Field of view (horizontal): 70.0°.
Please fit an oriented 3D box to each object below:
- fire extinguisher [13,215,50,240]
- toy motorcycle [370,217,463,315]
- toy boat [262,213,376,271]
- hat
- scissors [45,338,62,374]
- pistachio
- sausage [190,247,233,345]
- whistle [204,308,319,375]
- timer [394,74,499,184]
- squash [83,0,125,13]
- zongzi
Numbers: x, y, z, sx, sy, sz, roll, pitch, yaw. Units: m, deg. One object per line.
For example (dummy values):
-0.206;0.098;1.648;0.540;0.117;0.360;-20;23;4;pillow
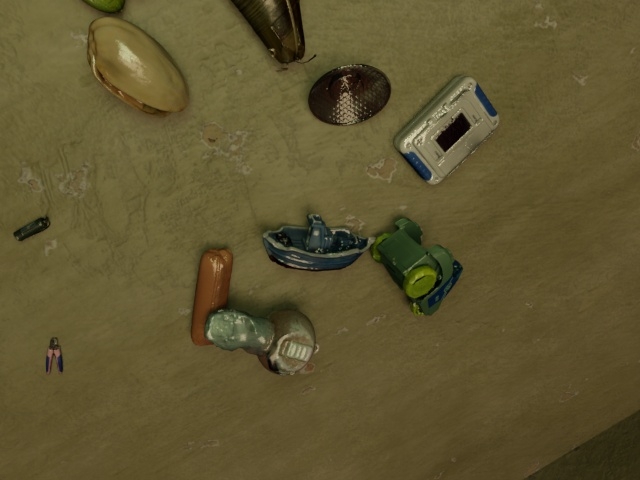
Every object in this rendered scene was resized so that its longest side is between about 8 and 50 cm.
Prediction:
-0.641;-0.028;1.028;0.083;0.025;0.038;-31;158;-1;fire extinguisher
0.302;0.089;1.312;0.200;0.191;0.326;-40;135;0;toy motorcycle
0.000;0.000;1.183;0.310;0.129;0.142;2;129;-20;toy boat
0.062;-0.360;1.063;0.193;0.082;0.193;-7;154;-4;hat
-0.687;0.300;1.179;0.039;0.012;0.113;5;113;-20;scissors
-0.360;-0.339;0.905;0.144;0.144;0.215;-43;130;6;pistachio
-0.285;0.152;1.193;0.086;0.086;0.288;5;115;-20;sausage
-0.154;0.257;1.236;0.348;0.189;0.189;21;107;-29;whistle
0.332;-0.280;1.184;0.253;0.078;0.178;-45;119;7;timer
-0.437;-0.498;0.828;0.188;0.095;0.095;36;101;-32;squash
-0.055;-0.513;0.935;0.241;0.111;0.247;-42;125;-2;zongzi
